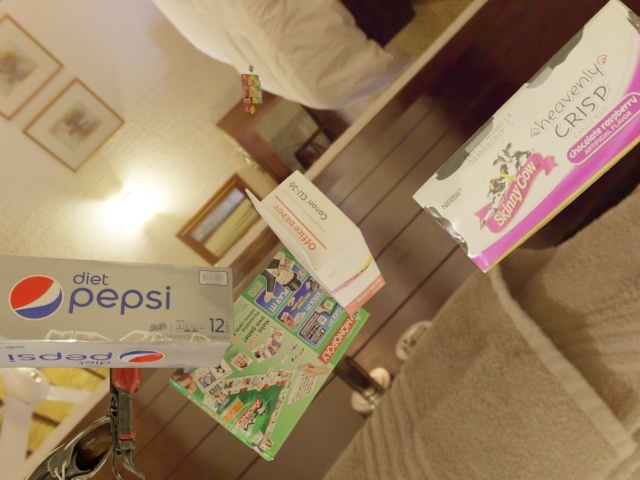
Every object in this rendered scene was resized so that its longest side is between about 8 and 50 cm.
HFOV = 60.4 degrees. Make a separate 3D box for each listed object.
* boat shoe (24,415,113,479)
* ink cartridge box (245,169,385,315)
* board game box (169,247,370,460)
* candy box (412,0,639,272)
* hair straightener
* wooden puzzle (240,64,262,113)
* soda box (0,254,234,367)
[{"bbox_3d":[-0.455,0.410,0.997,0.084,0.233,0.079,50,158,-5],"label":"boat shoe"},{"bbox_3d":[0.000,0.000,0.635,0.115,0.067,0.198,45,175,28],"label":"ink cartridge box"},{"bbox_3d":[-0.080,0.189,0.979,0.213,0.317,0.046,38,148,3],"label":"board game box"},{"bbox_3d":[0.177,-0.066,0.420,0.071,0.159,0.233,49,-157,13],"label":"candy box"},{"bbox_3d":[-0.279,0.243,0.795,0.047,0.089,0.230,2,-133,-31],"label":"hair straightener"},{"bbox_3d":[-0.120,-0.266,0.966,0.006,0.083,0.049,1,-168,30],"label":"wooden puzzle"},{"bbox_3d":[-0.242,0.080,0.584,0.098,0.286,0.091,125,144,-55],"label":"soda box"}]
